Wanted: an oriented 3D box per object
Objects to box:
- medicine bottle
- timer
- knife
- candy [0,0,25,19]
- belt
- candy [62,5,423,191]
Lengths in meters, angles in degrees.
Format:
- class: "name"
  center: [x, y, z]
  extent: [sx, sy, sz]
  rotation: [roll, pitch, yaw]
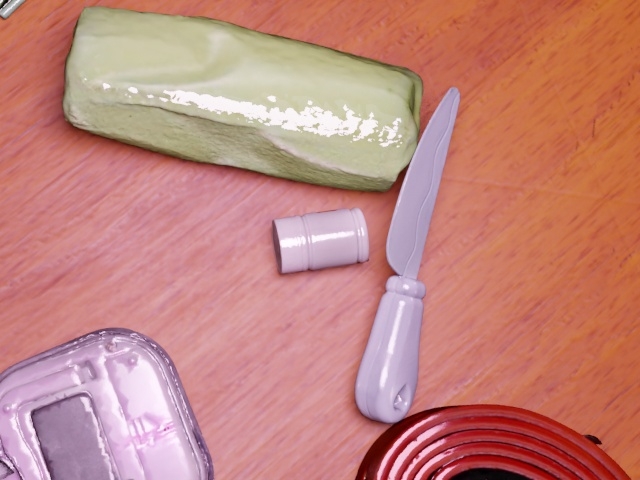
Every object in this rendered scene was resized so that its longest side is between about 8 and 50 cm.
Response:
- class: "medicine bottle"
  center: [0.000, 0.000, 1.152]
  extent: [0.089, 0.057, 0.057]
  rotation: [-9, 82, -10]
- class: "timer"
  center: [-0.207, 0.194, 1.084]
  extent: [0.191, 0.069, 0.208]
  rotation: [-23, 86, -9]
- class: "knife"
  center: [0.084, 0.012, 1.121]
  extent: [0.044, 0.080, 0.331]
  rotation: [13, 94, 37]
- class: "candy"
  center: [-0.224, -0.314, 1.176]
  extent: [0.262, 0.077, 0.073]
  rotation: [-43, 110, -4]
- class: "belt"
  center: [0.189, 0.282, 1.103]
  extent: [0.324, 0.115, 0.227]
  rotation: [31, 79, -3]
- class: "candy"
  center: [-0.070, -0.140, 1.128]
  extent: [0.343, 0.132, 0.142]
  rotation: [10, 87, -7]
